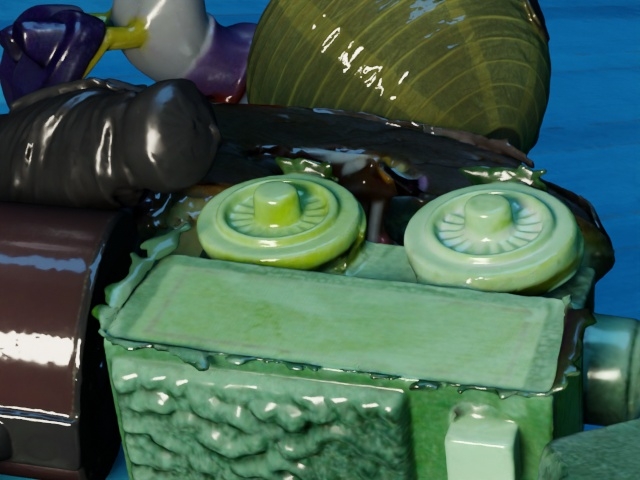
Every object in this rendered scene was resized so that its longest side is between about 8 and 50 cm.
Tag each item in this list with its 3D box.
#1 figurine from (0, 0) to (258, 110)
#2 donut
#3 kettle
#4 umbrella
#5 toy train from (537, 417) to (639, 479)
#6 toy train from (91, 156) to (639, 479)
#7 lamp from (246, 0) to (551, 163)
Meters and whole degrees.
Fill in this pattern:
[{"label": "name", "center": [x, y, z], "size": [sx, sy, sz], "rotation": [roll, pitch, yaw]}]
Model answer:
[{"label": "figurine", "center": [-0.080, -0.173, 1.600], "size": [0.421, 0.193, 0.154], "rotation": [4, 14, -28]}, {"label": "donut", "center": [-0.002, -0.007, 1.219], "size": [0.345, 0.136, 0.259], "rotation": [3, 16, -18]}, {"label": "kettle", "center": [-0.223, 0.062, 0.934], "size": [0.232, 0.144, 0.202], "rotation": [5, 44, 6]}, {"label": "umbrella", "center": [-0.173, -0.029, 1.065], "size": [0.106, 0.113, 0.358], "rotation": [37, -29, -31]}, {"label": "toy train", "center": [0.222, 0.167, 0.743], "size": [0.238, 0.167, 0.299], "rotation": [-9, 23, -30]}, {"label": "toy train", "center": [0.025, 0.065, 0.908], "size": [0.272, 0.159, 0.188], "rotation": [6, 36, 17]}, {"label": "lamp", "center": [0.075, -0.116, 1.430], "size": [0.250, 0.250, 0.284], "rotation": [-6, 40, -38]}]
